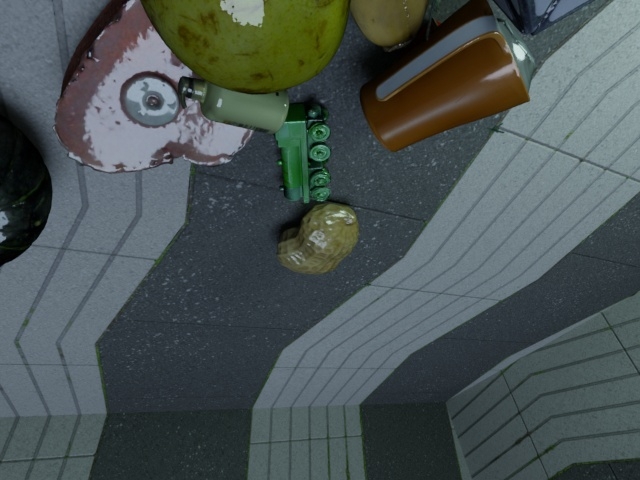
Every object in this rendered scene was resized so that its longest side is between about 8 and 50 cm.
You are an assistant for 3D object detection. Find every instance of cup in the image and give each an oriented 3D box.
[{"bbox_3d":[0.195,-0.261,0.730,0.263,0.183,0.226,-25,172,27],"label":"cup"}]

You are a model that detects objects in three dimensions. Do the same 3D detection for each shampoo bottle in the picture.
[{"bbox_3d":[-0.133,-0.215,0.684,0.161,0.079,0.079,6,140,-31],"label":"shampoo bottle"}]

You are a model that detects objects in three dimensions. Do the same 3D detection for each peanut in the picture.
[{"bbox_3d":[0.000,0.000,1.165,0.196,0.110,0.233,16,137,-34],"label":"peanut"}]

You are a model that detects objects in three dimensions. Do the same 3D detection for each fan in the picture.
[{"bbox_3d":[0.173,-0.378,0.674,0.005,0.176,0.113,9,170,17],"label":"fan"}]

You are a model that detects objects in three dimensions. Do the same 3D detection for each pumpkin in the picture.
[{"bbox_3d":[-0.623,-0.086,0.735,0.322,0.241,0.324,-18,137,-17],"label":"pumpkin"}]

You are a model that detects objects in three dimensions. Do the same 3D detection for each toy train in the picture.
[{"bbox_3d":[-0.036,-0.174,0.948,0.118,0.085,0.251,-4,141,-3],"label":"toy train"}]

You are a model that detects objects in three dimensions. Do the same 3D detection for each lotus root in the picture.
[{"bbox_3d":[0.088,-0.402,0.623,0.130,0.146,0.303,12,150,18],"label":"lotus root"}]

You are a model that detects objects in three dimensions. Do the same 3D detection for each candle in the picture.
[{"bbox_3d":[-0.267,-0.258,0.725,0.316,0.132,0.287,-15,139,-15],"label":"candle"}]

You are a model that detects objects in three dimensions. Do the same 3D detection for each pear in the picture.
[{"bbox_3d":[-0.090,-0.323,0.552,0.283,0.284,0.284,-9,144,-6],"label":"pear"}]

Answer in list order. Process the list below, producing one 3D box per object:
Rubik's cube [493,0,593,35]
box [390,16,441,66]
[{"bbox_3d":[0.285,-0.453,0.523,0.259,0.260,0.254,-26,142,21],"label":"Rubik's cube"},{"bbox_3d":[0.191,-0.313,0.855,0.112,0.048,0.175,18,134,-33],"label":"box"}]
